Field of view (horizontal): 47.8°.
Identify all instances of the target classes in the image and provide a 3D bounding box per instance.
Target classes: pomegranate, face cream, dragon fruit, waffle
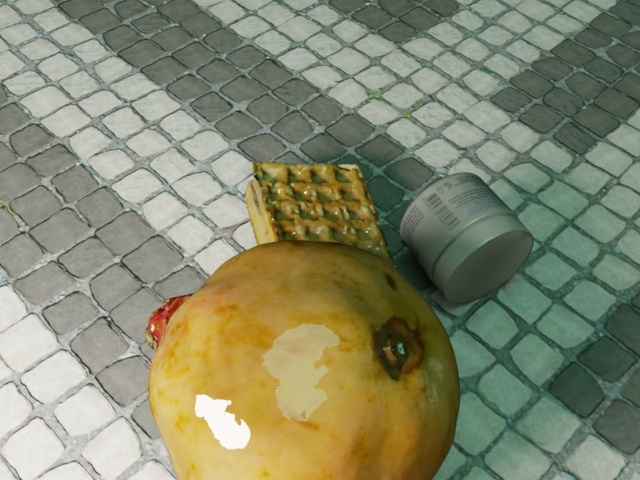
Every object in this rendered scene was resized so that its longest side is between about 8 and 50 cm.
[{"bbox_3d":[-0.025,0.193,0.938,0.412,0.411,0.411,1,51,-2],"label":"pomegranate"},{"bbox_3d":[0.242,-0.006,1.220,0.177,0.177,0.153,-21,53,-18],"label":"face cream"},{"bbox_3d":[-0.154,0.127,1.142,0.246,0.125,0.125,-18,86,-41],"label":"dragon fruit"},{"bbox_3d":[0.000,0.001,1.234,0.213,0.091,0.308,-1,50,-21],"label":"waffle"}]
